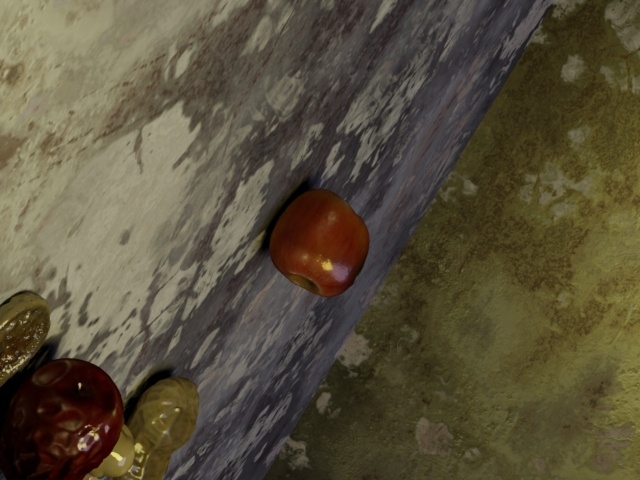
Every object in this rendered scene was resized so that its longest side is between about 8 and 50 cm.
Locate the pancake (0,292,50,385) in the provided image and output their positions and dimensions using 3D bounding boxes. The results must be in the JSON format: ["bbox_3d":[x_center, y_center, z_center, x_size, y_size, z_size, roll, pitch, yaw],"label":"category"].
[{"bbox_3d":[-0.380,0.127,1.521,0.152,0.025,0.152,-52,165,-19],"label":"pancake"}]

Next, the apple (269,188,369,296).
[{"bbox_3d":[0.000,0.000,2.283,0.199,0.199,0.199,-52,167,-17],"label":"apple"}]

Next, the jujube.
[{"bbox_3d":[-0.353,0.258,1.683,0.155,0.155,0.230,-44,169,-42],"label":"jujube"}]

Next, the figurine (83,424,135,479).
[{"bbox_3d":[-0.376,0.357,1.968,0.196,0.114,0.108,-48,-166,16],"label":"figurine"}]

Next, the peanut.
[{"bbox_3d":[-0.292,0.346,2.202,0.233,0.110,0.197,-57,172,5],"label":"peanut"}]
